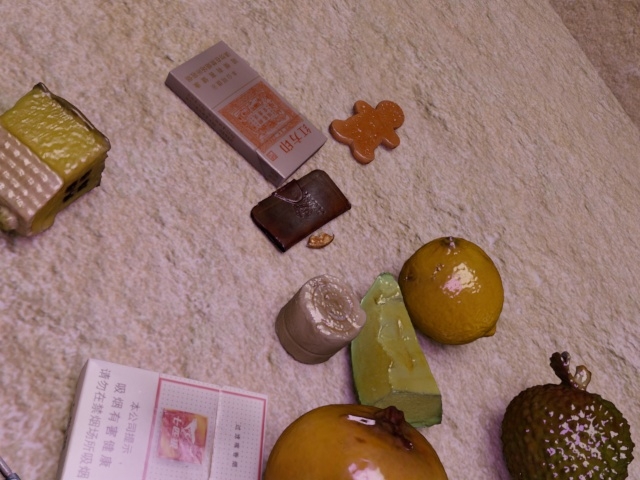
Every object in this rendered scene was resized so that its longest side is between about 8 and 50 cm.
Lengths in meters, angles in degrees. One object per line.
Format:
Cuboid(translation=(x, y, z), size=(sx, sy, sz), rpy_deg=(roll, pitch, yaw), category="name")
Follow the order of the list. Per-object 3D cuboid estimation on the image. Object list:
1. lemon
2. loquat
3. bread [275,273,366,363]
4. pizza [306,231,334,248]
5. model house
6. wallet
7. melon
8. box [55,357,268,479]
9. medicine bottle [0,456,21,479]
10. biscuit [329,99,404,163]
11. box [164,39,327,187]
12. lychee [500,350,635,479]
Cuboid(translation=(0.296, 0.120, 1.569), size=(0.228, 0.228, 0.254), rpy_deg=(-26, 90, -39), category="lemon")
Cuboid(translation=(0.055, 0.453, 1.179), size=(0.328, 0.328, 0.360), rpy_deg=(23, 96, -17), category="loquat")
Cuboid(translation=(-0.002, 0.163, 1.420), size=(0.148, 0.141, 0.134), rpy_deg=(47, 48, 4), category="bread")
Cuboid(translation=(0.000, 0.000, 1.609), size=(0.083, 0.016, 0.037), rpy_deg=(-20, 74, -34), category="pizza")
Cuboid(translation=(-0.533, -0.137, 1.271), size=(0.193, 0.175, 0.234), rpy_deg=(41, 46, -3), category="model house")
Cuboid(translation=(-0.045, -0.076, 1.619), size=(0.137, 0.031, 0.255), rpy_deg=(49, 49, 7), category="wallet")
Cuboid(translation=(0.154, 0.229, 1.489), size=(0.196, 0.124, 0.324), rpy_deg=(15, 46, -28), category="melon")
Cuboid(translation=(-0.259, 0.342, 1.186), size=(0.330, 0.095, 0.210), rpy_deg=(18, 54, -22), category="box")
Cuboid(translation=(-0.511, 0.358, 1.052), size=(0.221, 0.061, 0.092), rpy_deg=(52, 25, 8), category="medicine bottle")
Cuboid(translation=(0.139, -0.301, 1.872), size=(0.165, 0.036, 0.250), rpy_deg=(46, 52, 2), category="biscuit")
Cuboid(translation=(-0.173, -0.309, 1.677), size=(0.365, 0.051, 0.204), rpy_deg=(43, 48, 0), category="box")
Cuboid(translation=(0.520, 0.426, 1.490), size=(0.270, 0.270, 0.320), rpy_deg=(36, 29, -6), category="lychee")
